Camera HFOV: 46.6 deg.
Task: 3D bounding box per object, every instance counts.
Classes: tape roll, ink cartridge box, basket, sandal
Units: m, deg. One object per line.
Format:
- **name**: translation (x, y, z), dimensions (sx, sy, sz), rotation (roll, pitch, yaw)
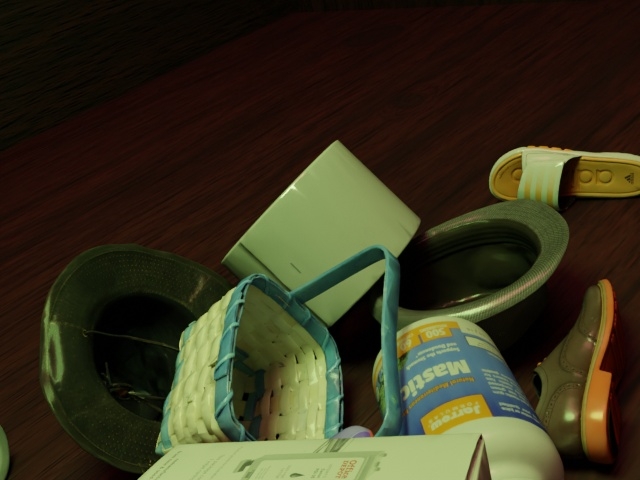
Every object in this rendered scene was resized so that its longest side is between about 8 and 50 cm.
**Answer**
- **tape roll**: translation (0.000, 0.000, 1.065), dimensions (0.246, 0.169, 0.246), rotation (-46, 2, 2)
- **ink cartridge box**: translation (0.001, 0.272, 0.578), dimensions (0.283, 0.207, 0.117), rotation (-8, 11, 23)
- **basket**: translation (-0.032, 0.149, 0.844), dimensions (0.289, 0.201, 0.255), rotation (-30, 35, 33)
- **sandal**: translation (0.407, -0.099, 1.223), dimensions (0.265, 0.102, 0.076), rotation (0, 29, 23)

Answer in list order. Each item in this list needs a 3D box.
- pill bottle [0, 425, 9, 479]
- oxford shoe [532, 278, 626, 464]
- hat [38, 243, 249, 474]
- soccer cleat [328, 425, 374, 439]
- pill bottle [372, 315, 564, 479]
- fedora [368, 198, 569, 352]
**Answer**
- **pill bottle**: translation (-0.519, 0.298, 0.980), dimensions (0.180, 0.108, 0.108), rotation (-12, 28, 8)
- **oxford shoe**: translation (0.298, 0.137, 0.866), dimensions (0.098, 0.097, 0.271), rotation (-6, 29, 29)
- **hat**: translation (-0.233, 0.171, 0.988), dimensions (0.134, 0.331, 0.331), rotation (-48, 3, 41)
- **soccer cleat**: translation (-0.037, 0.258, 0.688), dimensions (0.095, 0.248, 0.083), rotation (27, 27, -14)
- **pill bottle**: translation (0.150, 0.208, 0.749), dimensions (0.152, 0.152, 0.272), rotation (-16, 27, 0)
- **fedora**: translation (0.208, 0.070, 0.995), dimensions (0.275, 0.124, 0.244), rotation (-27, 27, -3)
